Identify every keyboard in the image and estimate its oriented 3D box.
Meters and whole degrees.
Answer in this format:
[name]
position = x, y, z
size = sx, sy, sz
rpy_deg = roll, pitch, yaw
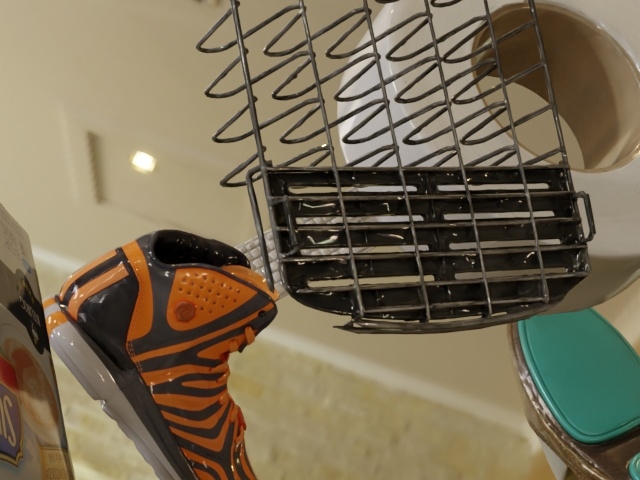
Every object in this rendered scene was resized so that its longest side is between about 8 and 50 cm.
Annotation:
[keyboard]
position = 0.000, 0.000, 1.650
size = 0.072, 0.256, 0.014
rpy_deg = 48, -37, 20

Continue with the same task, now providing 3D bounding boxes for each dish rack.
[dish rack]
position = 0.026, -0.085, 0.753
size = 0.208, 0.271, 0.074
rpy_deg = -2, -15, -34

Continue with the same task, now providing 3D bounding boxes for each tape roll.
[tape roll]
position = 0.159, -0.092, 1.179
size = 0.286, 0.286, 0.100
rpy_deg = 25, -35, -9

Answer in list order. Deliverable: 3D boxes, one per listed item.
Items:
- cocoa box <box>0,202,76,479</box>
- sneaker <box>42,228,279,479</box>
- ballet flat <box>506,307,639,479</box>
[cocoa box]
position = -0.298, 0.071, 0.881
size = 0.231, 0.228, 0.347
rpy_deg = -17, -21, 1
[sneaker]
position = -0.092, 0.123, 1.402
size = 0.321, 0.180, 0.124
rpy_deg = 55, -3, -34
[ballet flat]
position = 0.255, 0.188, 1.302
size = 0.342, 0.116, 0.124
rpy_deg = 49, -32, 37
